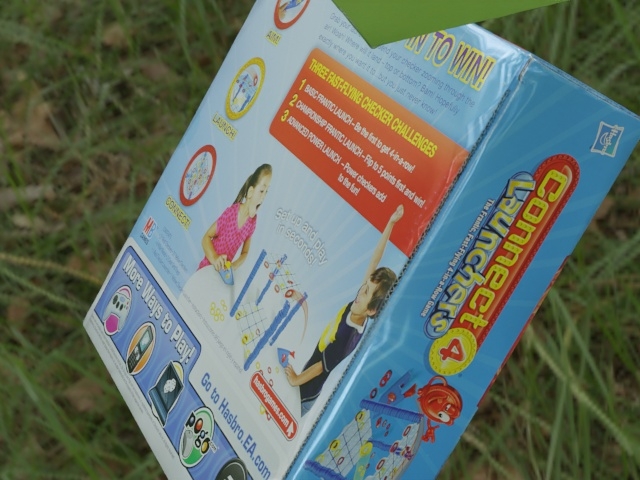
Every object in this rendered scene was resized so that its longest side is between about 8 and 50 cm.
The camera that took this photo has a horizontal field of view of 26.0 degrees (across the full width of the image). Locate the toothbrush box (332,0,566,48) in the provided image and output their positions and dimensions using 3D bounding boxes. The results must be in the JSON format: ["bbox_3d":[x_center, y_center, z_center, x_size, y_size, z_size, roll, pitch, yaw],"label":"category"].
[{"bbox_3d":[0.011,-0.223,0.415,0.122,0.283,0.206,-9,63,24],"label":"toothbrush box"}]

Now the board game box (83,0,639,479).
[{"bbox_3d":[0.000,0.000,0.809,0.302,0.086,0.308,-60,31,10],"label":"board game box"}]
